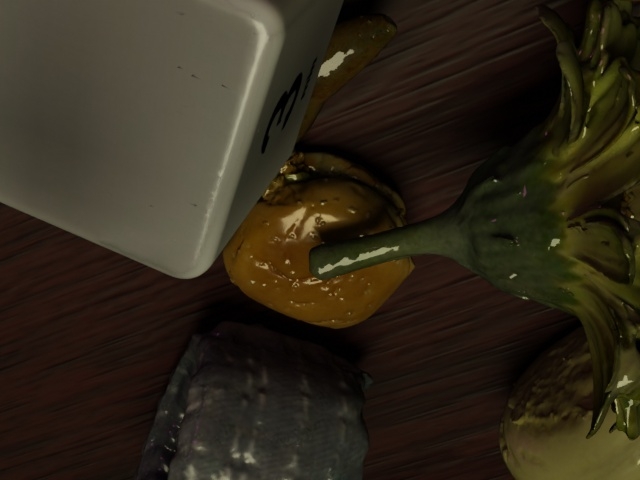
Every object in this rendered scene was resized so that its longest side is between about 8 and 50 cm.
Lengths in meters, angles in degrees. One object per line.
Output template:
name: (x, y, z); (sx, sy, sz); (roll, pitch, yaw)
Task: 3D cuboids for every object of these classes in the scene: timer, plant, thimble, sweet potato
timer: (-0.107, -0.124, 0.837); (0.194, 0.195, 0.192); (24, 122, 5)
plant: (0.178, -0.013, 0.953); (0.297, 0.261, 0.306); (-7, 98, 48)
thimble: (-0.062, 0.194, 1.149); (0.172, 0.205, 0.236); (15, 105, -15)
sweet potato: (-0.044, -0.092, 0.986); (0.067, 0.067, 0.274); (38, 128, -25)

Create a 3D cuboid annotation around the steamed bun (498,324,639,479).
steamed bun: (0.304, 0.164, 1.111); (0.232, 0.166, 0.273); (38, 123, -23)

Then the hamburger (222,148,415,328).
hamburger: (0.000, 0.000, 1.048); (0.147, 0.083, 0.138); (25, 123, -21)
